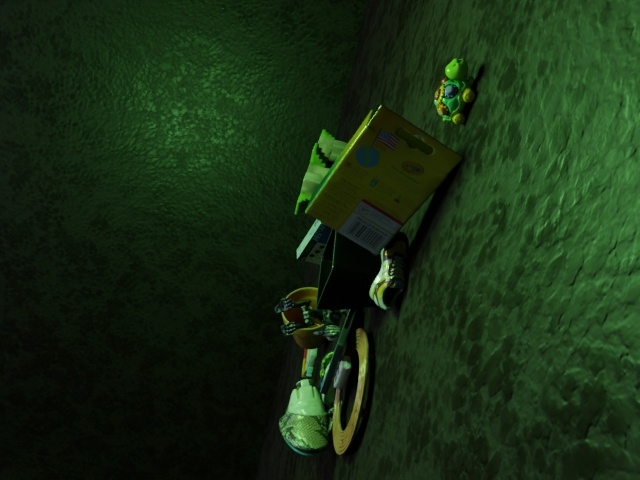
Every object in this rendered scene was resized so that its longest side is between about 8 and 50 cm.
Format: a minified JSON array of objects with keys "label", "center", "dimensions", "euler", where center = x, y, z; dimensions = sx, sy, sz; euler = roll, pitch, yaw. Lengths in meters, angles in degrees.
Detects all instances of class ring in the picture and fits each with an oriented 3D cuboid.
[{"label":"ring","center":[0.088,0.408,1.531],"dimensions":[0.336,0.032,0.337],"euler":[-168,90,-83]}]

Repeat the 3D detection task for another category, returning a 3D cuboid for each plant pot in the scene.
[{"label":"plant pot","center":[0.095,0.075,1.507],"dimensions":[0.188,0.166,0.188],"euler":[108,171,-48]},{"label":"plant pot","center":[-0.043,0.320,2.203],"dimensions":[0.188,0.205,0.205],"euler":[87,-174,-45]}]

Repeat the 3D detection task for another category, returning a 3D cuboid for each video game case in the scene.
[{"label":"video game case","center":[0.065,0.299,1.681],"dimensions":[0.274,0.026,0.196],"euler":[-62,-10,-59]}]

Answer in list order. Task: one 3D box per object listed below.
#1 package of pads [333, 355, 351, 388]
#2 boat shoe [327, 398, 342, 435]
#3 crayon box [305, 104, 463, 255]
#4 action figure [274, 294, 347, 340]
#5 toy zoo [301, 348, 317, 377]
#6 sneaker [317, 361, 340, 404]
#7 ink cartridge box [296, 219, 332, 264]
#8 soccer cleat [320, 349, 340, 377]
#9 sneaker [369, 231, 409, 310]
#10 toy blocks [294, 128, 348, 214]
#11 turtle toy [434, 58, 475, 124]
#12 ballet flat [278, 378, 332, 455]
[{"label":"package of pads","center":[0.062,0.365,1.556],"dimensions":[0.050,0.031,0.083],"euler":[-80,6,-60]},{"label":"boat shoe","center":[0.041,0.523,1.677],"dimensions":[0.046,0.038,0.125],"euler":[110,170,-47]},{"label":"crayon box","center":[0.131,-0.132,1.207],"dimensions":[0.318,0.202,0.081],"euler":[-51,12,39]},{"label":"action figure","center":[0.007,0.217,1.663],"dimensions":[0.140,0.275,0.164],"euler":[-10,85,47]},{"label":"toy zoo","center":[-0.042,0.479,2.520],"dimensions":[0.192,0.030,0.293],"euler":[109,171,-46]},{"label":"sneaker","center":[0.029,0.447,1.837],"dimensions":[0.084,0.058,0.152],"euler":[-128,44,-71]},{"label":"ink cartridge box","center":[0.000,0.000,1.954],"dimensions":[0.207,0.097,0.046],"euler":[125,151,-43]},{"label":"soccer cleat","center":[0.031,0.409,1.904],"dimensions":[0.179,0.060,0.072],"euler":[105,175,-48]},{"label":"sneaker","center":[0.175,0.073,1.315],"dimensions":[0.084,0.069,0.186],"euler":[-136,56,-64]},{"label":"toy blocks","center":[0.091,-0.188,1.751],"dimensions":[0.381,0.260,0.191],"euler":[-74,-1,-52]},{"label":"turtle toy","center":[0.271,-0.304,1.143],"dimensions":[0.095,0.066,0.130],"euler":[-87,11,-55]},{"label":"ballet flat","center":[-0.052,0.548,1.834],"dimensions":[0.483,0.163,0.182],"euler":[123,150,-83]}]
